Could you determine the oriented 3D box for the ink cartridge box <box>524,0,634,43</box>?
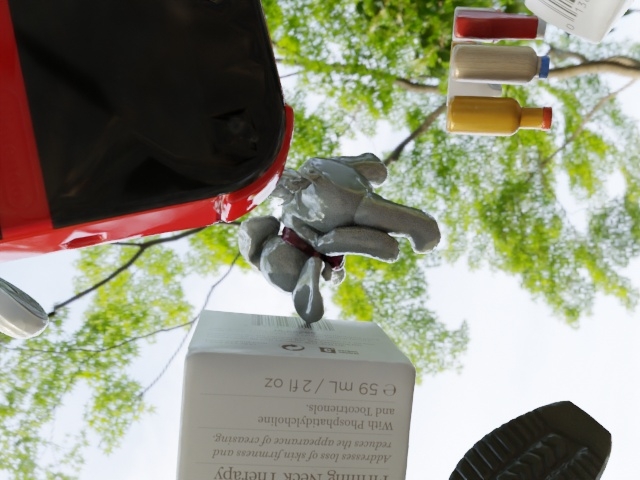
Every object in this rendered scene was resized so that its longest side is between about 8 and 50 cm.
[{"bbox_3d":[0.346,-0.397,0.604,0.091,0.308,0.385,35,-110,13],"label":"ink cartridge box"}]

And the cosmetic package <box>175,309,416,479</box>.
[{"bbox_3d":[-0.055,0.338,1.141,0.329,0.327,0.394,4,-86,-7],"label":"cosmetic package"}]

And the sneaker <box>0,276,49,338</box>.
[{"bbox_3d":[-0.451,0.084,0.881,0.123,0.290,0.106,-61,-34,-15],"label":"sneaker"}]

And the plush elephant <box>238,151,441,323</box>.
[{"bbox_3d":[0.000,0.000,1.258,0.329,0.272,0.255,3,-55,-39],"label":"plush elephant"}]

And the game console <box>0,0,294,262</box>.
[{"bbox_3d":[-0.209,-0.180,0.462,0.341,0.060,0.387,-12,-97,-16],"label":"game console"}]

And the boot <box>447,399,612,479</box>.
[{"bbox_3d":[0.134,0.211,0.503,0.198,0.077,0.137,-45,-46,0],"label":"boot"}]

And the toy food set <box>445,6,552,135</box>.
[{"bbox_3d":[0.199,-0.199,0.803,0.232,0.104,0.111,-70,-18,-61],"label":"toy food set"}]
